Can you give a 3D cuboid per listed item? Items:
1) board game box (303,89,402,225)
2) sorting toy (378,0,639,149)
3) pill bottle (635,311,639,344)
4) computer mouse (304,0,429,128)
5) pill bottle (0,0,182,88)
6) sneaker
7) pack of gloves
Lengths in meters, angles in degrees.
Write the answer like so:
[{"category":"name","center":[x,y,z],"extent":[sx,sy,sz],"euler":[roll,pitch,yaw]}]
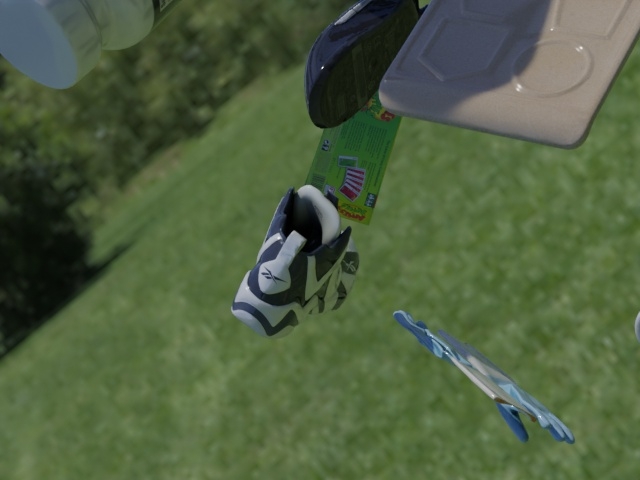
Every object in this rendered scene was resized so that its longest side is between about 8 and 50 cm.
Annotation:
[{"category":"board game box","center":[0.044,-0.116,2.394],"extent":[0.043,0.092,0.181],"euler":[105,-177,-62]},{"category":"sorting toy","center":[0.174,-0.171,1.595],"extent":[0.193,0.038,0.208],"euler":[14,60,28]},{"category":"pill bottle","center":[0.491,0.075,2.399],"extent":[0.186,0.112,0.112],"euler":[-43,6,-35]},{"category":"computer mouse","center":[0.064,-0.194,1.966],"extent":[0.262,0.060,0.184],"euler":[-47,-31,-23]},{"category":"pill bottle","center":[-0.242,-0.362,2.281],"extent":[0.363,0.210,0.210],"euler":[-48,8,-27]},{"category":"sneaker","center":[0.000,0.000,2.055],"extent":[0.235,0.094,0.153],"euler":[-26,-31,-55]},{"category":"pack of gloves","center":[0.182,0.170,2.206],"extent":[0.046,0.195,0.232],"euler":[-56,43,6]}]
